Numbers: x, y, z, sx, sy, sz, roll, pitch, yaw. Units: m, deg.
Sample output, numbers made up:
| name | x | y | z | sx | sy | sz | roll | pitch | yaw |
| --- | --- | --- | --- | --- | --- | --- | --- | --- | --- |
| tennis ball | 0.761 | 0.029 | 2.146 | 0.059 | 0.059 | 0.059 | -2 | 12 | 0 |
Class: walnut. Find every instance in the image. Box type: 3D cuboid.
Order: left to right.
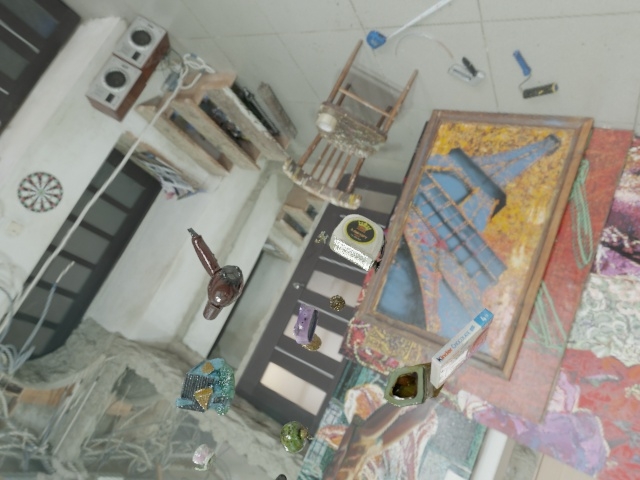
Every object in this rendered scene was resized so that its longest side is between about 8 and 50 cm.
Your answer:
| name | x | y | z | sx | sy | sz | roll | pitch | yaw |
| --- | --- | --- | --- | --- | --- | --- | --- | --- | --- |
| walnut | -0.042 | 0.426 | 1.830 | 0.096 | 0.083 | 0.079 | 39 | 127 | -22 |

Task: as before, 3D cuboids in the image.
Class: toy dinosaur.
| name | x | y | z | sx | sy | sz | roll | pitch | yaw |
| --- | --- | --- | --- | --- | --- | --- | --- | --- | --- |
| toy dinosaur | 0.009 | -0.012 | 1.724 | 0.037 | 0.058 | 0.180 | 32 | 175 | -2 |

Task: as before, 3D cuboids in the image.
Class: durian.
| name | x | y | z | sx | sy | sz | roll | pitch | yaw |
| --- | --- | --- | --- | --- | --- | --- | --- | --- | --- |
| durian | 0.080 | 0.300 | 2.052 | 0.080 | 0.080 | 0.091 | 24 | 132 | 11 |

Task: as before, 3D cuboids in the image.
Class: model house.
| name | x | y | z | sx | sy | sz | roll | pitch | yaw |
| --- | --- | --- | --- | --- | --- | --- | --- | --- | --- |
| model house | -0.594 | 0.754 | 2.193 | 0.240 | 0.262 | 0.226 | 2 | -156 | -38 |
| model house | 0.446 | 0.649 | 1.995 | 0.239 | 0.174 | 0.267 | -3 | 165 | -46 |

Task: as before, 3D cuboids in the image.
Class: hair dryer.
| name | x | y | z | sx | sy | sz | roll | pitch | yaw |
| --- | --- | --- | --- | --- | --- | --- | --- | --- | --- |
| hair dryer | -0.434 | 0.111 | 1.646 | 0.341 | 0.123 | 0.312 | 56 | 136 | 14 |

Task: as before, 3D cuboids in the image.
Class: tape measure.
| name | x | y | z | sx | sy | sz | roll | pitch | yaw |
| --- | --- | --- | --- | --- | --- | --- | --- | --- | --- |
| tape measure | 0.202 | 0.009 | 2.016 | 0.270 | 0.231 | 0.133 | 30 | 140 | 15 |

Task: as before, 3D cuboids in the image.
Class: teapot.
| name | x | y | z | sx | sy | sz | roll | pitch | yaw |
| --- | --- | --- | --- | --- | --- | --- | --- | --- | --- |
| teapot | -0.394 | 0.743 | 1.465 | 0.064 | 0.084 | 0.064 | 19 | 178 | 25 |

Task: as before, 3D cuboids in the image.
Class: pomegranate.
| name | x | y | z | sx | sy | sz | roll | pitch | yaw |
| --- | --- | --- | --- | --- | --- | --- | --- | --- | --- |
| pomegranate | -0.094 | 0.804 | 1.774 | 0.161 | 0.122 | 0.122 | -21 | 144 | 22 |

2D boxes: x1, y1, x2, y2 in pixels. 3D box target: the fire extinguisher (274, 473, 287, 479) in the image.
| name | x | y | z | sx | sy | sz | roll | pitch | yaw |
| --- | --- | --- | --- | --- | --- | --- | --- | --- | --- |
| fire extinguisher | -0.205 | 1.090 | 1.908 | 0.050 | 0.177 | 0.062 | 6 | -138 | -37 |

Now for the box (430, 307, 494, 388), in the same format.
| name | x | y | z | sx | sy | sz | roll | pitch | yaw |
| --- | --- | --- | --- | --- | --- | --- | --- | --- | --- |
| box | 0.510 | 0.398 | 1.571 | 0.048 | 0.273 | 0.265 | 43 | 164 | 33 |

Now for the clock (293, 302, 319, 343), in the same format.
| name | x | y | z | sx | sy | sz | roll | pitch | yaw |
| --- | --- | --- | --- | --- | --- | --- | --- | --- | --- |
| clock | -0.054 | 0.325 | 1.694 | 0.050 | 0.153 | 0.110 | 4 | 147 | 19 |
